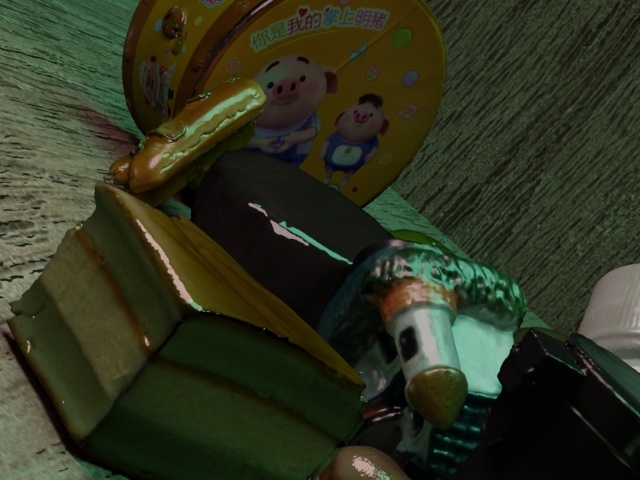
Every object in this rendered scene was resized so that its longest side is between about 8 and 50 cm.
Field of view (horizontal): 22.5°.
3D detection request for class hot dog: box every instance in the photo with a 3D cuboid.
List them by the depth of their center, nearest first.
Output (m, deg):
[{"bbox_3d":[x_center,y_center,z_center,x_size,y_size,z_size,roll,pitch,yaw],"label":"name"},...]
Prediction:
[{"bbox_3d":[-0.160,-0.122,1.968,0.072,0.109,0.269,41,47,14],"label":"hot dog"}]

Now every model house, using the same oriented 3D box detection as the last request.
[{"bbox_3d":[0.104,0.185,1.540,0.184,0.253,0.291,12,41,-26],"label":"model house"}]

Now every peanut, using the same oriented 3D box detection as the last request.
[{"bbox_3d":[0.059,0.246,1.461,0.152,0.076,0.076,42,9,26],"label":"peanut"}]

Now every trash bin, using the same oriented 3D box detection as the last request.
[{"bbox_3d":[0.161,0.243,1.162,0.252,0.301,0.203,35,11,-19],"label":"trash bin"}]

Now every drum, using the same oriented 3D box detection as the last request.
[{"bbox_3d":[-0.049,-0.226,2.228,0.431,0.431,0.214,31,12,-46],"label":"drum"}]

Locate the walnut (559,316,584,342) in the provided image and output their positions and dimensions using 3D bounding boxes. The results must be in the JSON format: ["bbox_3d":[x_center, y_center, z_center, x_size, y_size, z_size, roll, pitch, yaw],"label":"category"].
[{"bbox_3d":[0.374,0.243,1.804,0.308,0.354,0.398,30,36,-33],"label":"walnut"}]

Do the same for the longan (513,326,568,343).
[{"bbox_3d":[0.293,0.212,2.194,0.196,0.196,0.220,43,3,19],"label":"longan"}]

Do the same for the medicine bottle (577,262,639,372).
[{"bbox_3d":[0.302,0.222,1.511,0.211,0.371,0.211,17,-30,10],"label":"medicine bottle"}]

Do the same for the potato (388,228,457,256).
[{"bbox_3d":[0.145,0.083,2.377,0.186,0.148,0.253,10,25,-14],"label":"potato"}]

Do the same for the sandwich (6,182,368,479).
[{"bbox_3d":[-0.107,0.085,1.284,0.227,0.155,0.198,32,12,-44],"label":"sandwich"}]

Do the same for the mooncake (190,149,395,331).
[{"bbox_3d":[-0.036,0.013,1.982,0.283,0.141,0.283,30,15,-9],"label":"mooncake"}]
